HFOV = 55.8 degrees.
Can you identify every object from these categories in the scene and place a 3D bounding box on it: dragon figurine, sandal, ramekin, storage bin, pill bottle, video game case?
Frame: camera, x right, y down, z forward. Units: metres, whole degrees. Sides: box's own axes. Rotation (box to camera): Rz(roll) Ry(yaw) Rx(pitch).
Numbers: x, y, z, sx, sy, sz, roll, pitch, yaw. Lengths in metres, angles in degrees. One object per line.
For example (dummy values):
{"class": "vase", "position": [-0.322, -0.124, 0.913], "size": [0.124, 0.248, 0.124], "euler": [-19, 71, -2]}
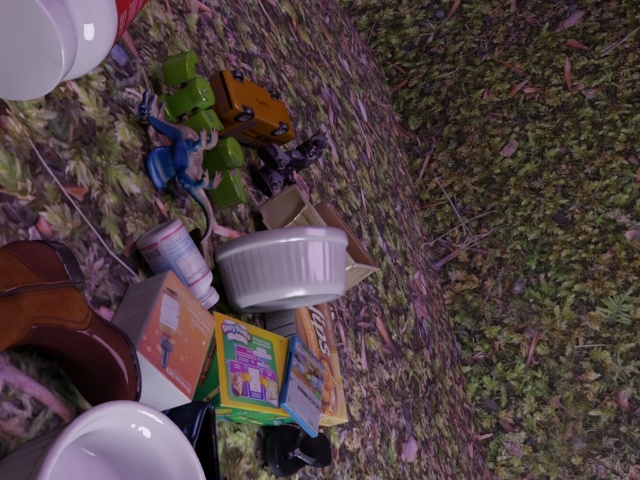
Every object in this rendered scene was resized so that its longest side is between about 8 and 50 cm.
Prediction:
{"class": "dragon figurine", "position": [-0.272, -0.142, 1.161], "size": [0.085, 0.144, 0.289], "euler": [-39, 126, -69]}
{"class": "sandal", "position": [-0.034, 0.426, 1.248], "size": [0.254, 0.055, 0.097], "euler": [26, 47, -60]}
{"class": "ramekin", "position": [-0.259, 0.335, 0.689], "size": [0.277, 0.135, 0.277], "euler": [51, 28, -40]}
{"class": "storage bin", "position": [0.000, 0.000, 1.517], "size": [0.260, 0.123, 0.262], "euler": [54, 12, 14]}
{"class": "pill bottle", "position": [-0.244, 0.049, 1.052], "size": [0.160, 0.087, 0.087], "euler": [63, 22, -16]}
{"class": "video game case", "position": [-0.033, 0.287, 1.202], "size": [0.119, 0.015, 0.166], "euler": [53, 28, -31]}
{"class": "pill bottle", "position": [-0.393, -0.384, 0.901], "size": [0.229, 0.229, 0.407], "euler": [54, 26, -34]}
{"class": "ramekin", "position": [-0.071, 0.065, 1.206], "size": [0.273, 0.273, 0.127], "euler": [17, 61, -64]}

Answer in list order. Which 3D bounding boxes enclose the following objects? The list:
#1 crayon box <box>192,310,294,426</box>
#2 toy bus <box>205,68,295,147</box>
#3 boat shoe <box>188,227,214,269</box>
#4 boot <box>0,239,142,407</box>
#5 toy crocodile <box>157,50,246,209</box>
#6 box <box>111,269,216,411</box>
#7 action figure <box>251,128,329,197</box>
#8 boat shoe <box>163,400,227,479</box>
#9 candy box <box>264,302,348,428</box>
{"class": "crayon box", "position": [-0.141, 0.246, 1.122], "size": [0.278, 0.081, 0.165], "euler": [35, 39, -55]}
{"class": "toy bus", "position": [-0.176, -0.310, 1.482], "size": [0.333, 0.130, 0.108], "euler": [2, 69, -67]}
{"class": "boat shoe", "position": [-0.225, 0.039, 1.156], "size": [0.045, 0.050, 0.135], "euler": [35, 39, -46]}
{"class": "boot", "position": [-0.328, 0.114, 0.685], "size": [0.280, 0.096, 0.264], "euler": [-15, 83, -84]}
{"class": "toy crocodile", "position": [-0.243, -0.229, 1.269], "size": [0.340, 0.115, 0.105], "euler": [66, 21, -7]}
{"class": "box", "position": [-0.250, 0.156, 0.934], "size": [0.130, 0.091, 0.170], "euler": [55, 25, -32]}
{"class": "action figure", "position": [-0.069, -0.209, 1.616], "size": [0.099, 0.185, 0.285], "euler": [42, 34, 13]}
{"class": "boat shoe", "position": [-0.185, 0.367, 0.896], "size": [0.109, 0.089, 0.258], "euler": [21, 52, -62]}
{"class": "candy box", "position": [-0.036, 0.249, 1.360], "size": [0.183, 0.088, 0.316], "euler": [37, 38, -54]}
